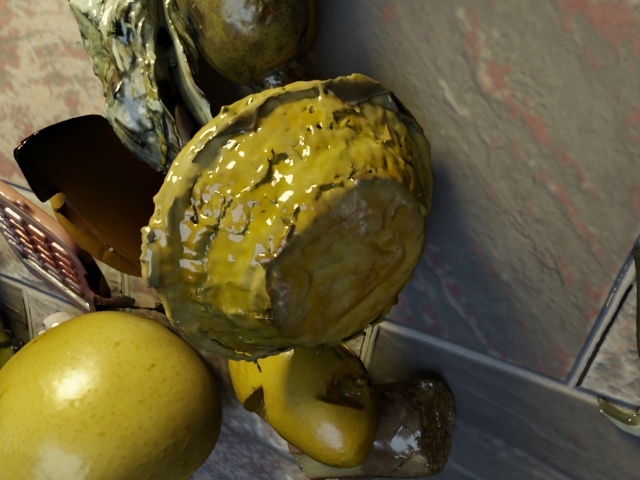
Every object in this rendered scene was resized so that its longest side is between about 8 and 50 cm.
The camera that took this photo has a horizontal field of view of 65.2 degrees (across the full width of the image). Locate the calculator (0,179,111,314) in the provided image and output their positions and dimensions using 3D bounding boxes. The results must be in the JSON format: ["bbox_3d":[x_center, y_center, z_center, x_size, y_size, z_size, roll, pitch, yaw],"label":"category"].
[{"bbox_3d":[-0.426,0.022,0.797,0.220,0.048,0.329,37,150,5],"label":"calculator"}]

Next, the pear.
[{"bbox_3d":[-0.333,0.275,0.774,0.349,0.348,0.347,10,116,20],"label":"pear"}]

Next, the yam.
[{"bbox_3d":[0.069,0.275,0.719,0.239,0.127,0.129,-16,149,29],"label":"yam"}]

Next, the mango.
[{"bbox_3d":[-0.027,0.186,0.671,0.262,0.130,0.167,29,95,42],"label":"mango"}]

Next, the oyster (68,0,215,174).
[{"bbox_3d":[-0.213,-0.228,0.582,0.162,0.158,0.350,-14,108,47],"label":"oyster"}]

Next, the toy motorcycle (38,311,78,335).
[{"bbox_3d":[-0.481,0.247,0.972,0.113,0.112,0.254,4,116,22],"label":"toy motorcycle"}]

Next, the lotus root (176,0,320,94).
[{"bbox_3d":[-0.073,-0.242,0.526,0.154,0.154,0.277,-14,108,28],"label":"lotus root"}]

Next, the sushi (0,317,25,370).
[{"bbox_3d":[-0.756,0.284,0.987,0.295,0.281,0.299,4,121,26],"label":"sushi"}]

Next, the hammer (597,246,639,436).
[{"bbox_3d":[0.369,0.121,0.572,0.103,0.029,0.246,-6,109,25],"label":"hammer"}]

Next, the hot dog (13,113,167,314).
[{"bbox_3d":[-0.265,-0.019,0.703,0.107,0.194,0.325,15,134,55],"label":"hot dog"}]

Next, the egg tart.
[{"bbox_3d":[0.001,0.000,0.514,0.132,0.342,0.340,39,133,50],"label":"egg tart"}]
